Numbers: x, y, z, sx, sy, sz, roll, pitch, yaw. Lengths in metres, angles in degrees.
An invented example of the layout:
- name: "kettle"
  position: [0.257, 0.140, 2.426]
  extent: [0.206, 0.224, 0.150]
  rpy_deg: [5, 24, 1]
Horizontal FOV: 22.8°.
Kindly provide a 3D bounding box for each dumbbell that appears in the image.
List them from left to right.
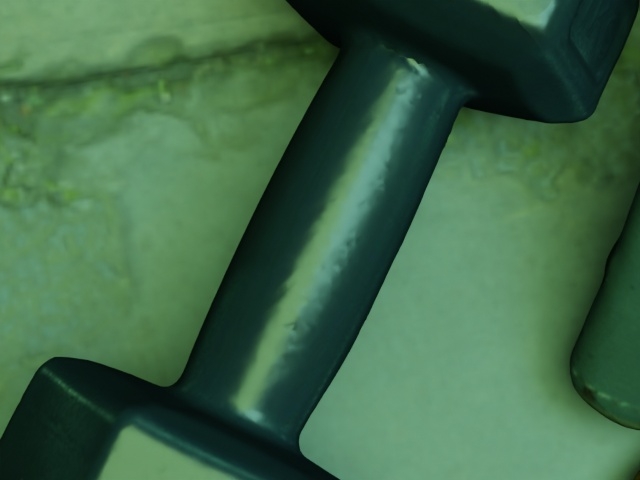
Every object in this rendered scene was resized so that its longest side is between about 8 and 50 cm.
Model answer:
- name: "dumbbell"
  position: [0.000, 0.000, 0.634]
  extent: [0.160, 0.144, 0.325]
  rpy_deg: [27, 84, -5]

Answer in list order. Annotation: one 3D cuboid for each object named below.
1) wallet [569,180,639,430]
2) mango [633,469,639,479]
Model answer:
- name: "wallet"
  position: [0.264, -0.062, 0.611]
  extent: [0.252, 0.083, 0.360]
  rpy_deg: [11, 123, -8]
- name: "mango"
  position: [0.177, 0.116, 0.691]
  extent: [0.089, 0.046, 0.060]
  rpy_deg: [-9, 87, -9]
